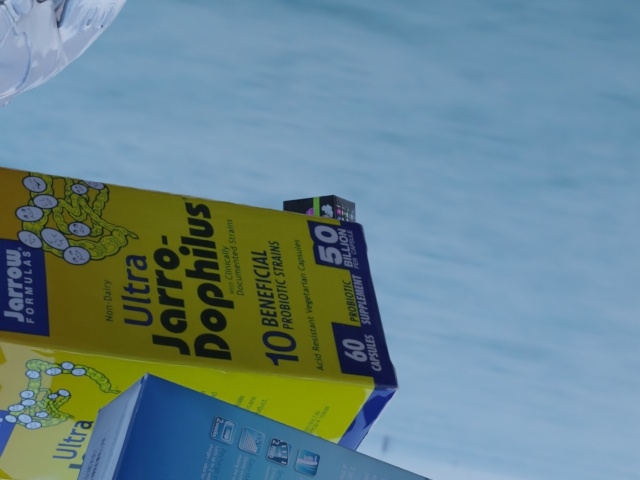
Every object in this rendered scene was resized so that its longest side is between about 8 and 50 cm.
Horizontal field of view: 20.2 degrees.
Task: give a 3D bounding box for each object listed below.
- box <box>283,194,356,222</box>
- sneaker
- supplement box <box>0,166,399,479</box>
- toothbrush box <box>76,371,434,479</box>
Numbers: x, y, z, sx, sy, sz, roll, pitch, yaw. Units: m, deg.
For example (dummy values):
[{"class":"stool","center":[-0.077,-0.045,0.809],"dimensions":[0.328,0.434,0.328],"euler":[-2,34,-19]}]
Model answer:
[{"class":"box","center":[0.000,0.000,1.843],"dimensions":[0.062,0.083,0.052],"euler":[-7,168,26]},{"class":"sneaker","center":[-0.235,-0.183,1.210],"dimensions":[0.137,0.210,0.366],"euler":[45,150,4]},{"class":"supplement box","center":[-0.142,0.089,1.557],"dimensions":[0.357,0.194,0.195],"euler":[8,136,-23]},{"class":"toothbrush box","center":[-0.038,0.253,1.282],"dimensions":[0.296,0.216,0.126],"euler":[21,156,-15]}]
